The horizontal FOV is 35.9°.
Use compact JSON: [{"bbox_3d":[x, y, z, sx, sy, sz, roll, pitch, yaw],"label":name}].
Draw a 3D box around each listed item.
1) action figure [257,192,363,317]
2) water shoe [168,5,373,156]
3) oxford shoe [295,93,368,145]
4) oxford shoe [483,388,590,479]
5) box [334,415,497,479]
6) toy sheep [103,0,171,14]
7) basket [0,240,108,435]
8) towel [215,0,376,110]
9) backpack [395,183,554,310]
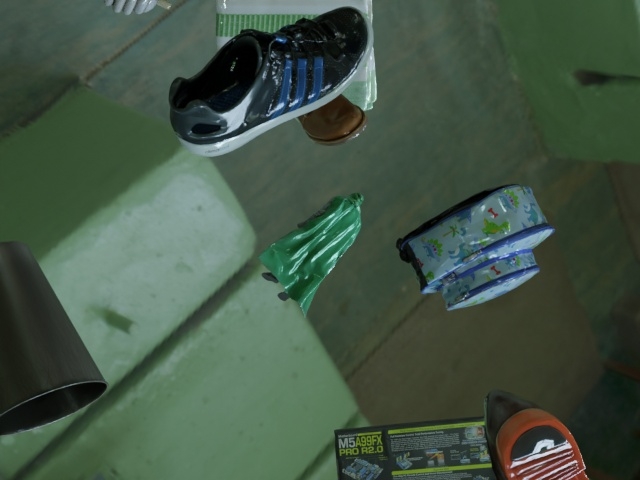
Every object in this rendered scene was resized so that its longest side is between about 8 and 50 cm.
[{"bbox_3d":[0.000,0.000,1.658,0.232,0.063,0.137,-47,120,-25],"label":"action figure"},{"bbox_3d":[-0.035,-0.145,0.832,0.203,0.073,0.080,-38,157,-15],"label":"water shoe"},{"bbox_3d":[-0.008,-0.189,1.355,0.076,0.212,0.076,-41,126,-7],"label":"oxford shoe"},{"bbox_3d":[0.237,0.266,1.017,0.097,0.098,0.271,-24,114,-6],"label":"oxford shoe"},{"bbox_3d":[0.163,0.397,1.574,0.060,0.270,0.216,32,51,-67],"label":"box"},{"bbox_3d":[-0.280,-0.370,1.443,0.132,0.091,0.091,17,93,-16],"label":"toy sheep"},{"bbox_3d":[-0.412,0.129,1.343,0.154,0.226,0.204,-31,165,10],"label":"basket"},{"bbox_3d":[-0.038,-0.355,1.500,0.248,0.038,0.324,1,111,4],"label":"towel"},{"bbox_3d":[0.143,0.006,0.852,0.105,0.114,0.084,-6,65,-61],"label":"backpack"}]
